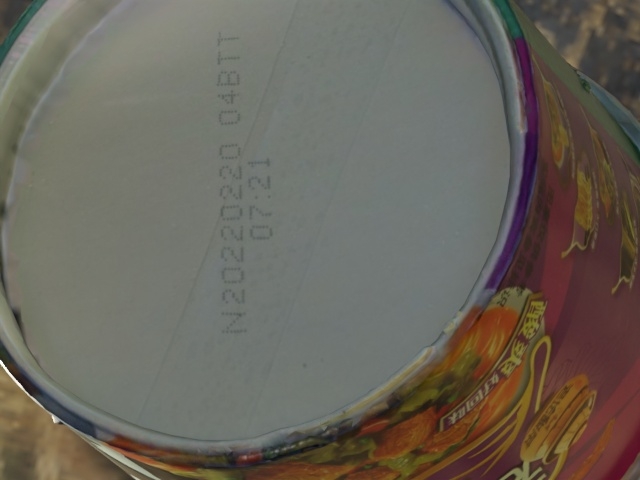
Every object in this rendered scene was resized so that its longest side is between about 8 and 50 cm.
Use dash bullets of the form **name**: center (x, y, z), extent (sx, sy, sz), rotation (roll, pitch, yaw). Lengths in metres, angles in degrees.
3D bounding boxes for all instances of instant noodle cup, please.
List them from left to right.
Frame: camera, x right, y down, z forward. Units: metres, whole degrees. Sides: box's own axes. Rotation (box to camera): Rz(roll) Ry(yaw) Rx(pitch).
- **instant noodle cup**: center (0.000, 0.000, 0.615), extent (0.251, 0.190, 0.251), rotation (-6, 71, 17)
